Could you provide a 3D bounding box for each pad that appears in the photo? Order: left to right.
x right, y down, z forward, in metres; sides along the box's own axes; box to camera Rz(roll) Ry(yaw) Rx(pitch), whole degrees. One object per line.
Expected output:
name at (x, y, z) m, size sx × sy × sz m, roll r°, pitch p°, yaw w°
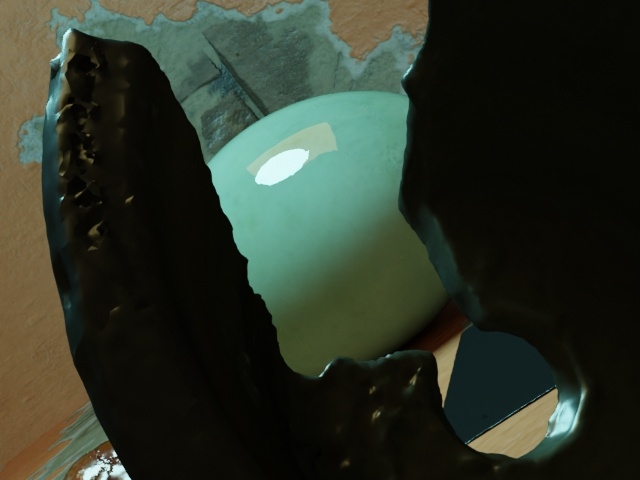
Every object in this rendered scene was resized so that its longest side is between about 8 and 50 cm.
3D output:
pad at (0.164, 0.081, 1.024) m, size 0.159 × 0.009 × 0.265 m, roll -36°, pitch 7°, yaw 19°

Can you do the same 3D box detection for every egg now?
egg at (0.000, 0.000, 1.334) m, size 0.389 × 0.276 × 0.276 m, roll -37°, pitch 5°, yaw 35°

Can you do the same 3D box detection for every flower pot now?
flower pot at (0.104, 0.027, 0.477) m, size 0.379 × 0.379 × 0.251 m, roll -40°, pitch -15°, yaw -24°

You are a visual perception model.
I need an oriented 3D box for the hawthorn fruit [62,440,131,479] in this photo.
hawthorn fruit at (-0.154, 0.240, 1.118) m, size 0.148 × 0.148 × 0.172 m, roll -39°, pitch -14°, yaw -10°
